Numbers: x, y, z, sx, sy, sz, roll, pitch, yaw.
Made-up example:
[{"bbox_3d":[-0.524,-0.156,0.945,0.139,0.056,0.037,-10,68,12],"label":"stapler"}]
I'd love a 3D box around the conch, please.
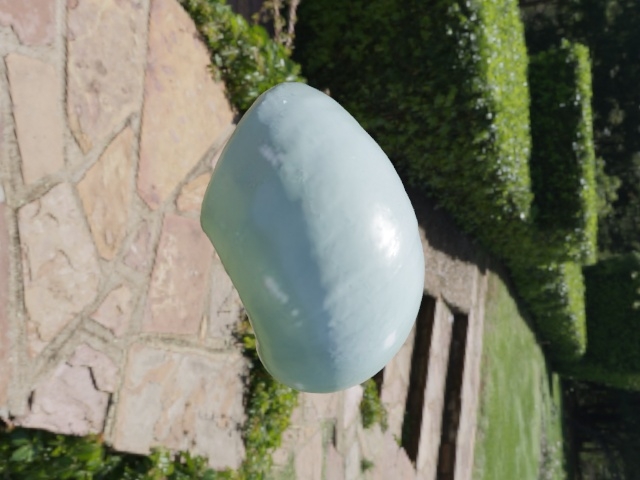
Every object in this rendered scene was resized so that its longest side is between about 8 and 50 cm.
[{"bbox_3d":[0.006,0.000,0.470,0.221,0.120,0.185,69,16,-55],"label":"conch"}]
